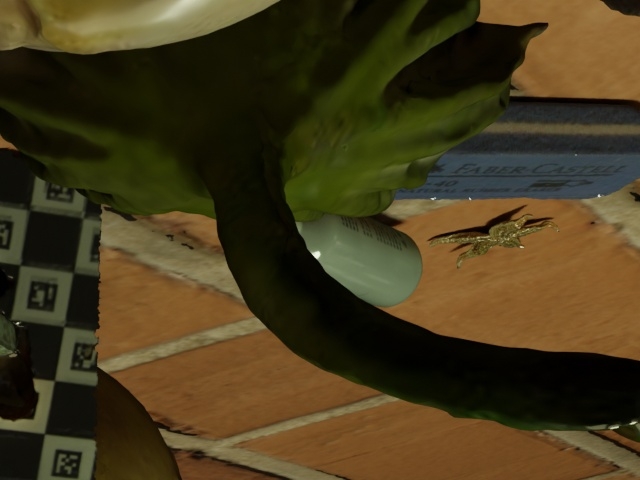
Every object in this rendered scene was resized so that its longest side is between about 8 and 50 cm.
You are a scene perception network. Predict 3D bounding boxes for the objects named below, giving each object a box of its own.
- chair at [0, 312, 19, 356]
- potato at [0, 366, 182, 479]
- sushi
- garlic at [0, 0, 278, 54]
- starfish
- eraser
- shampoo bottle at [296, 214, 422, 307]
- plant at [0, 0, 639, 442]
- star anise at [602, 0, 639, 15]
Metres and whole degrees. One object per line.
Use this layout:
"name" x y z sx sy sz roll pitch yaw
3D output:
"chair" -0.259 -0.021 0.942 0.147 0.136 0.270 -14 160 9
"potato" -0.283 0.194 1.319 0.442 0.319 0.385 6 146 27
"sushi" -0.196 0.042 1.136 0.139 0.201 0.031 0 -171 -18
"garlic" -0.060 -0.174 0.539 0.203 0.185 0.281 -35 142 -8
"starfish" 0.123 -0.003 1.403 0.092 0.016 0.086 -5 160 -6
"eraser" 0.097 -0.054 1.194 0.225 0.036 0.082 -1 162 -28
"shampoo bottle" 0.000 0.000 1.279 0.056 0.056 0.195 -19 159 26
"plant" -0.023 -0.060 0.706 0.251 0.180 0.333 -5 -162 -3
"star anise" 0.207 -0.152 0.865 0.229 0.093 0.236 11 156 -32
